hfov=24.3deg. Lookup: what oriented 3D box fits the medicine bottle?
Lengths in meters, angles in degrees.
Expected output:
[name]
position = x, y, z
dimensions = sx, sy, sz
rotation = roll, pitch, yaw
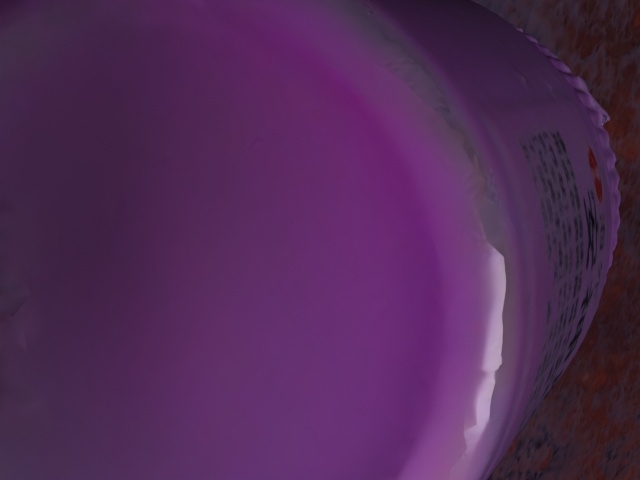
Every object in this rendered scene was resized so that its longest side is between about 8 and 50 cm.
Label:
[medicine bottle]
position = 0.000, 0.000, 0.482
dimensions = 0.291, 0.178, 0.178
rotation = -18, 125, -73
